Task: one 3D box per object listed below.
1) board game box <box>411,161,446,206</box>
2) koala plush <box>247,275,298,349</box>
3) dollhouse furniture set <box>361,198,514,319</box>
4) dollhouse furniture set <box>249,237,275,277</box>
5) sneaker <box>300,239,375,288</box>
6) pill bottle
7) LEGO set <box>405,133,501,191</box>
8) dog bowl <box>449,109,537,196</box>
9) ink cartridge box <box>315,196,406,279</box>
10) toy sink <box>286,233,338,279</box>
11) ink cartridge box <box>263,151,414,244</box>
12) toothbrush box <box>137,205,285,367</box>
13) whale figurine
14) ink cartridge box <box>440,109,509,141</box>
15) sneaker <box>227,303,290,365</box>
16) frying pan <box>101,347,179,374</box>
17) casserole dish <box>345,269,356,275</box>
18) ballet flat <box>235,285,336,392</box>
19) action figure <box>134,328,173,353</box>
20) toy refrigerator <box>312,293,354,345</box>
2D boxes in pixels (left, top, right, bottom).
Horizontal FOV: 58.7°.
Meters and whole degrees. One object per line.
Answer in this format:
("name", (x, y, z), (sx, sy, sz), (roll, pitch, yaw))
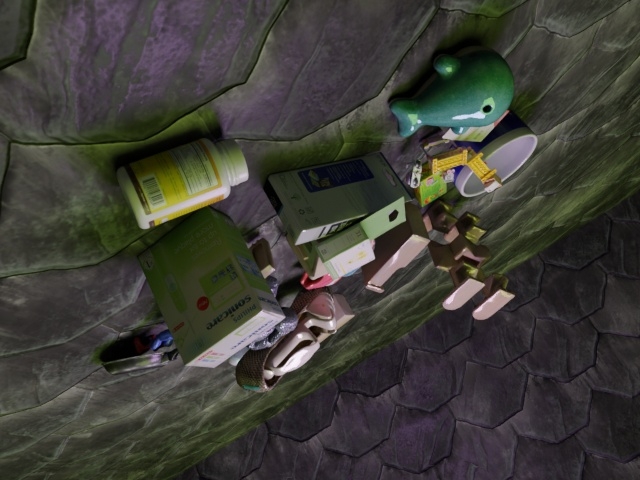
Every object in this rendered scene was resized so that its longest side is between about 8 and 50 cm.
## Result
("board game box", (0.328, -0.173, 1.706), (0.092, 0.043, 0.181), (-32, 157, 1))
("koala plush", (-0.220, 0.216, 1.601), (0.203, 0.196, 0.221), (-47, 149, 22))
("dollhouse furniture set", (0.360, 0.069, 1.862), (0.394, 0.362, 0.256), (20, 129, -27))
("dollhouse furniture set", (-0.213, 0.056, 1.399), (0.151, 0.144, 0.123), (-36, 127, 13))
("sneaker", (0.047, 0.053, 1.684), (0.136, 0.116, 0.314), (-26, 160, -48))
("pill bottle", (-0.244, -0.110, 1.024), (0.214, 0.117, 0.117), (-23, 156, -19))
("LEGO set", (0.360, -0.212, 1.512), (0.286, 0.107, 0.132), (0, 131, -20))
("dog bowl", (0.498, -0.254, 1.680), (0.264, 0.104, 0.265), (-27, 157, -12))
("ink cartridge box", (0.110, 0.001, 1.360), (0.235, 0.056, 0.171), (-27, 160, 1))
("toy sink", (0.000, 0.000, 1.507), (0.131, 0.153, 0.234), (-23, 157, -19))
("ink cartridge box", (0.048, -0.106, 1.337), (0.332, 0.165, 0.065), (-16, 153, -31))
("toothbrush box", (-0.241, 0.101, 1.239), (0.206, 0.283, 0.122), (-35, 157, 10))
("whale figurine", (0.294, -0.306, 1.254), (0.271, 0.141, 0.216), (-22, 135, 7))
("ink cartridge box", (0.381, -0.317, 1.455), (0.198, 0.067, 0.115), (-8, 147, -47))
("sneaker", (-0.198, 0.301, 1.866), (0.255, 0.094, 0.151), (-33, 161, -34))
("frying pan", (-0.453, 0.334, 1.619), (0.325, 0.053, 0.197), (-9, 169, -5))
("casserole dish", (0.083, 0.081, 1.919), (0.114, 0.037, 0.188), (-42, 154, 21))
("ballet flat", (-0.058, 0.292, 1.770), (0.182, 0.164, 0.483), (3, -143, 44))
("action figure", (-0.398, 0.214, 1.539), (0.280, 0.139, 0.091), (-20, 169, 35))
("toy refrigerator", (-0.004, 0.327, 2.218), (0.269, 0.102, 0.094), (-41, 156, 19))
